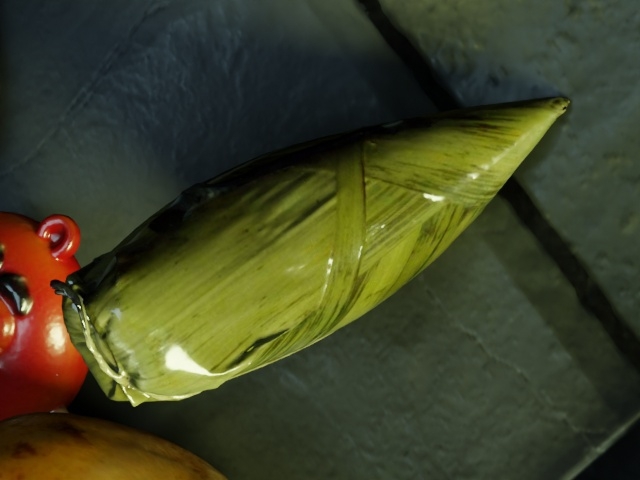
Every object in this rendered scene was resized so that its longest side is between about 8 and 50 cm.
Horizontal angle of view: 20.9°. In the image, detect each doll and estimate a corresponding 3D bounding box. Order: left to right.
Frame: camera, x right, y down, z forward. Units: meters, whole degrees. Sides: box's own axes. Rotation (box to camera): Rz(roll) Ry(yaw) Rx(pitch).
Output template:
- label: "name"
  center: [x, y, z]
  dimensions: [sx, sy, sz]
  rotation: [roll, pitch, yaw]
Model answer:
- label: "doll"
  center: [-0.197, 0.069, 1.031]
  dimensions: [0.217, 0.085, 0.183]
  rotation: [-45, 70, 41]

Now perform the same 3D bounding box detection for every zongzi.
- label: "zongzi"
  center: [-0.002, 0.000, 0.802]
  dimensions: [0.204, 0.205, 0.094]
  rotation: [-23, 93, 33]

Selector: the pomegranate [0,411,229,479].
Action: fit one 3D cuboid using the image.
- label: "pomegranate"
  center: [-0.134, 0.211, 0.911]
  dimensions: [0.248, 0.248, 0.248]
  rotation: [6, 100, 36]
